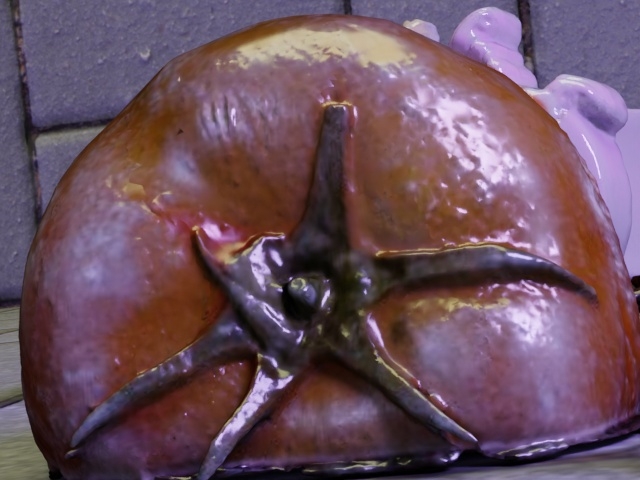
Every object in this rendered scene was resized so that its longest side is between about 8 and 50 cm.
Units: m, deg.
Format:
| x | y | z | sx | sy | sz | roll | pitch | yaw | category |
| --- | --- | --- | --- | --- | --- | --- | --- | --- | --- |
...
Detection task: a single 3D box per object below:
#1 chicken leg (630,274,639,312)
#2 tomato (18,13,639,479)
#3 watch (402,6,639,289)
| x | y | z | sx | sy | sz | roll | pitch | yaw | category |
| --- | --- | --- | --- | --- | --- | --- | --- | --- | --- |
| 0.218 | 0.015 | 0.611 | 0.105 | 0.063 | 0.234 | -12 | -3 | 38 | chicken leg |
| 0.000 | 0.000 | 0.506 | 0.214 | 0.155 | 0.181 | -8 | -4 | 5 | tomato |
| 0.106 | -0.029 | 0.898 | 0.244 | 0.196 | 0.231 | -10 | -8 | 26 | watch |
